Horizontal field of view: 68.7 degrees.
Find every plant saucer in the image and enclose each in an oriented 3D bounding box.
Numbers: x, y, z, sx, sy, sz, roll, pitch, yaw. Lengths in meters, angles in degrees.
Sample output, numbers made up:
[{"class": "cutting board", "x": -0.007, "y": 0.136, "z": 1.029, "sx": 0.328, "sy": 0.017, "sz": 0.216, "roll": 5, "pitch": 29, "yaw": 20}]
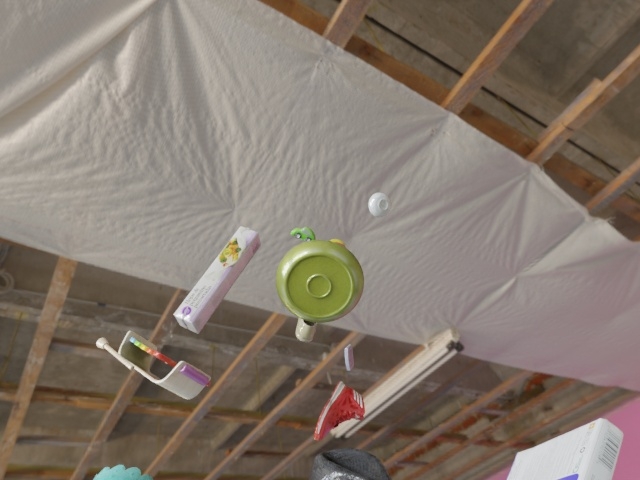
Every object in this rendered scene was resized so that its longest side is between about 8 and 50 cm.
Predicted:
[{"class": "plant saucer", "x": -0.002, "y": 0.118, "z": 1.260, "sx": 0.241, "sy": 0.037, "sz": 0.240, "roll": 0, "pitch": -76, "yaw": 2}]

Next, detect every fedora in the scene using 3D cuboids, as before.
[{"class": "fedora", "x": 0.072, "y": 0.599, "z": 1.116, "sx": 0.335, "sy": 0.152, "sz": 0.334, "roll": 3, "pitch": -3, "yaw": 0}]

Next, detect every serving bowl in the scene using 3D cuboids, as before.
[{"class": "serving bowl", "x": 0.200, "y": -0.117, "z": 1.535, "sx": 0.084, "sy": 0.027, "sz": 0.083, "roll": -1, "pitch": -88, "yaw": -25}]

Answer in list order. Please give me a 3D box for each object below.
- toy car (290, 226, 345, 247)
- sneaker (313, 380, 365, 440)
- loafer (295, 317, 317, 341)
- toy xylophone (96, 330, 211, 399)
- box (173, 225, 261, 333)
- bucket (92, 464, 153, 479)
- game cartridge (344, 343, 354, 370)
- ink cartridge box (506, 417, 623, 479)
[{"class": "toy car", "x": 0.000, "y": 0.000, "z": 1.711, "sx": 0.225, "sy": 0.239, "sz": 0.053, "roll": 24, "pitch": -86, "yaw": 1}, {"class": "sneaker", "x": 0.074, "y": 0.573, "z": 1.531, "sx": 0.128, "sy": 0.221, "sz": 0.086, "roll": 24, "pitch": -43, "yaw": 13}, {"class": "loafer", "x": -0.041, "y": 0.288, "z": 1.924, "sx": 0.102, "sy": 0.268, "sz": 0.092, "roll": 17, "pitch": -47, "yaw": -15}, {"class": "toy xylophone", "x": -0.454, "y": 0.328, "z": 1.269, "sx": 0.323, "sy": 0.081, "sz": 0.236, "roll": 15, "pitch": -26, "yaw": 35}, {"class": "box", "x": -0.273, "y": 0.099, "z": 1.282, "sx": 0.063, "sy": 0.323, "sz": 0.067, "roll": 19, "pitch": -33, "yaw": 19}, {"class": "bucket", "x": -0.695, "y": 0.929, "z": 1.575, "sx": 0.282, "sy": 0.183, "sz": 0.280, "roll": 2, "pitch": -76, "yaw": 9}, {"class": "game cartridge", "x": 0.103, "y": 0.420, "z": 1.679, "sx": 0.017, "sy": 0.056, "sz": 0.083, "roll": -5, "pitch": -87, "yaw": 18}, {"class": "ink cartridge box", "x": 0.334, "y": 0.378, "z": 0.691, "sx": 0.045, "sy": 0.206, "sz": 0.208, "roll": 40, "pitch": -39, "yaw": 12}]
